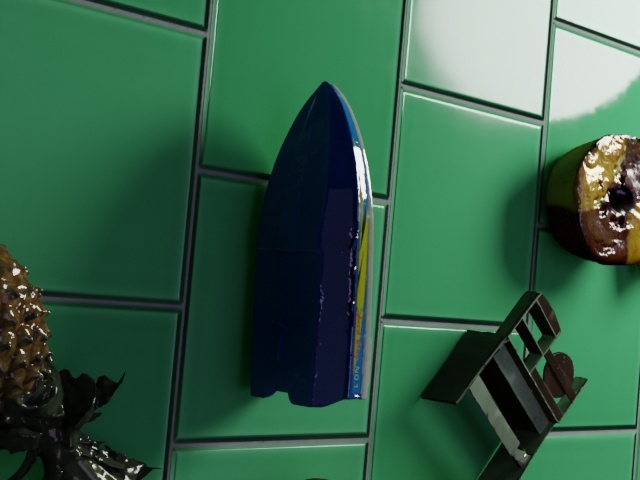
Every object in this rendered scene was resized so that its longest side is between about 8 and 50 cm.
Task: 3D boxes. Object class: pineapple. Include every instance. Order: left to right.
[{"bbox_3d":[-0.221,0.139,0.863,0.277,0.119,0.130,61,37,-27],"label":"pineapple"}]

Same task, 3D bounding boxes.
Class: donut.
[{"bbox_3d":[0.349,-0.049,1.382,0.184,0.073,0.166,-15,102,-39],"label":"donut"}]

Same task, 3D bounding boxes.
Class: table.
[{"bbox_3d":[0.213,0.166,1.276,0.175,0.062,0.146,-49,121,-28],"label":"table"}]

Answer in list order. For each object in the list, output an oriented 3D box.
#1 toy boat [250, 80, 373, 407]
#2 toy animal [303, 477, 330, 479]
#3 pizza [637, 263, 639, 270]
[{"bbox_3d":[0.000,0.000,1.039,0.088,0.129,0.295,5,88,-41],"label":"toy boat"},{"bbox_3d":[-0.054,0.316,1.018,0.233,0.121,0.169,-8,80,-31],"label":"toy animal"},{"bbox_3d":[0.471,-0.049,1.504,0.161,0.062,0.182,-11,93,-34],"label":"pizza"}]
